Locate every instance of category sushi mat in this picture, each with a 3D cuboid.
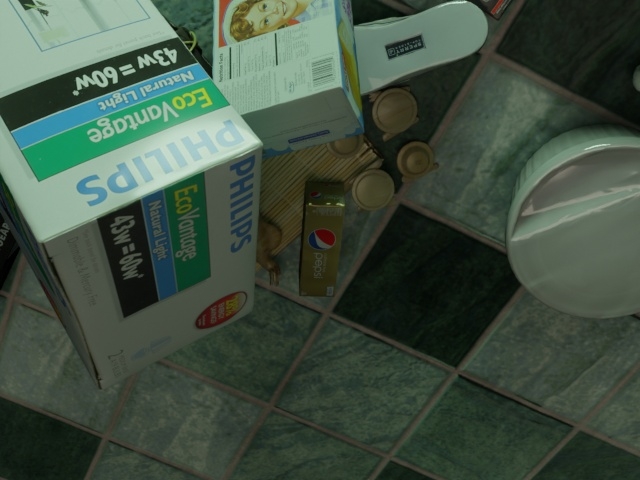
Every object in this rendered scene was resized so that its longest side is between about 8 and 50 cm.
[{"bbox_3d":[-0.063,-0.075,1.120,0.151,0.019,0.316,40,118,-16],"label":"sushi mat"}]

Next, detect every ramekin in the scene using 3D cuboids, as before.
[{"bbox_3d":[0.387,-0.036,1.021,0.272,0.127,0.273,3,123,5],"label":"ramekin"}]

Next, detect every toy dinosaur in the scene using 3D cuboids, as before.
[{"bbox_3d":[-0.107,-0.008,1.136,0.092,0.053,0.183,-11,127,-2],"label":"toy dinosaur"}]

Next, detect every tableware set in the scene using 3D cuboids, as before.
[{"bbox_3d":[0.088,-0.128,1.050,0.141,0.020,0.169,-27,113,3],"label":"tableware set"}]

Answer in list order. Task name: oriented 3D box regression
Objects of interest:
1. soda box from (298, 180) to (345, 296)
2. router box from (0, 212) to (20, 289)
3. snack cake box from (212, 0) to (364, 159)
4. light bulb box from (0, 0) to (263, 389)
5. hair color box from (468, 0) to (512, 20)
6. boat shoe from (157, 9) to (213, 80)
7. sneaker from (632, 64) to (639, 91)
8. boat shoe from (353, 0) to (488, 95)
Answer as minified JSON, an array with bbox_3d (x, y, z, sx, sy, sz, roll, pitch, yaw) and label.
[{"bbox_3d":[0.000,0.000,1.116,0.058,0.061,0.181,2,129,-5],"label":"soda box"},{"bbox_3d":[-0.623,-0.006,1.198,0.242,0.081,0.309,30,120,-11],"label":"router box"},{"bbox_3d":[-0.042,-0.235,0.871,0.152,0.265,0.089,-13,149,16],"label":"snack cake box"},{"bbox_3d":[-0.257,-0.082,0.852,0.225,0.361,0.358,-28,155,-22],"label":"light bulb box"},{"bbox_3d":[0.181,-0.341,0.908,0.141,0.043,0.072,29,122,-10],"label":"hair color box"},{"bbox_3d":[-0.207,-0.259,0.987,0.227,0.081,0.069,36,123,-11],"label":"boat shoe"},{"bbox_3d":[0.506,-0.164,0.952,0.232,0.090,0.115,14,126,0],"label":"sneaker"},{"bbox_3d":[0.081,-0.244,0.957,0.267,0.088,0.096,-17,94,10],"label":"boat shoe"}]
